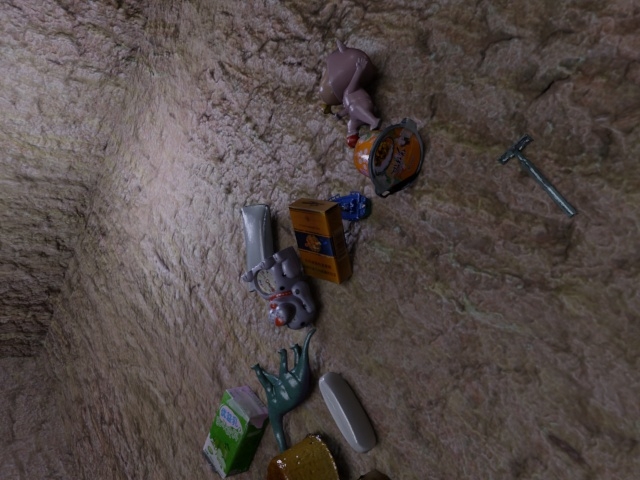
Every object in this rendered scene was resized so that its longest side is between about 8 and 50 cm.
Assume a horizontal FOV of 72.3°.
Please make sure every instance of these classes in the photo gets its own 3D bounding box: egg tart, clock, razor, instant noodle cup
[{"bbox_3d":[-0.048,0.678,1.251,0.215,0.170,0.216,3,94,55],"label":"egg tart"},{"bbox_3d":[-0.107,0.169,1.362,0.188,0.188,0.254,-32,82,35],"label":"clock"},{"bbox_3d":[0.485,-0.135,0.963,0.084,0.035,0.211,-46,57,31],"label":"razor"},{"bbox_3d":[0.170,-0.227,1.181,0.208,0.177,0.125,-56,35,-1],"label":"instant noodle cup"}]

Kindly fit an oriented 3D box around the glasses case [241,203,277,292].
[{"bbox_3d":[-0.205,0.022,1.532,0.128,0.083,0.308,-14,75,34],"label":"glasses case"}]

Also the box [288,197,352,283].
[{"bbox_3d":[0.000,0.000,1.288,0.152,0.070,0.237,12,122,43],"label":"box"}]

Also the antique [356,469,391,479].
[{"bbox_3d":[0.132,0.773,1.136,0.093,0.087,0.310,7,89,40],"label":"antique"}]

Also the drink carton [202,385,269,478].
[{"bbox_3d":[-0.292,0.666,1.513,0.161,0.108,0.271,32,107,39],"label":"drink carton"}]

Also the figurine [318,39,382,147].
[{"bbox_3d":[0.080,-0.425,1.277,0.186,0.176,0.288,-18,87,13],"label":"figurine"}]

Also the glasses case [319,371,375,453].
[{"bbox_3d":[0.073,0.474,1.221,0.059,0.092,0.233,-48,58,25],"label":"glasses case"}]

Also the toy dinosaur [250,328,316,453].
[{"bbox_3d":[-0.070,0.504,1.359,0.383,0.129,0.331,-39,72,30],"label":"toy dinosaur"}]

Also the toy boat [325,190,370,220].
[{"bbox_3d":[0.051,-0.102,1.296,0.174,0.110,0.091,-2,80,43],"label":"toy boat"}]
